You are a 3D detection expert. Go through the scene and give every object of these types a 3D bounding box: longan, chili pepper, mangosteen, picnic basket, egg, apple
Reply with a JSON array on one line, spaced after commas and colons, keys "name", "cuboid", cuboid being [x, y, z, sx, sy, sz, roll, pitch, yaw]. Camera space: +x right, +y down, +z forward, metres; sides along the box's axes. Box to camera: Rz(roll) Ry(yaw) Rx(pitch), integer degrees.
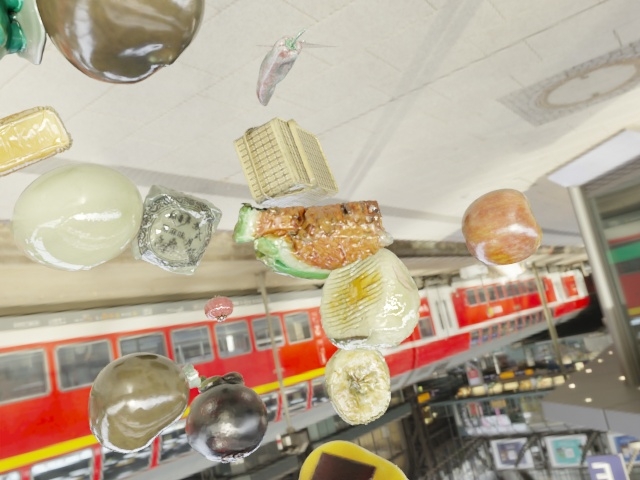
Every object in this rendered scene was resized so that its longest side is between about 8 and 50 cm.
[{"name": "longan", "cuboid": [-0.382, -0.457, 1.070, 0.349, 0.289, 0.288, -10, 172, 30]}, {"name": "chili pepper", "cuboid": [-0.066, -0.259, 0.837, 0.050, 0.041, 0.153, -10, 161, -34]}, {"name": "mangosteen", "cuboid": [-0.323, 0.623, 1.983, 0.296, 0.314, 0.297, 7, 133, 8]}, {"name": "picnic basket", "cuboid": [-0.092, -0.223, 1.696, 0.175, 0.228, 0.312, -25, 168, 21]}, {"name": "longan", "cuboid": [-0.445, 0.392, 1.381, 0.245, 0.246, 0.215, -10, -151, -14]}, {"name": "egg", "cuboid": [-0.500, -0.047, 1.157, 0.269, 0.219, 0.219, -28, 167, 8]}, {"name": "apple", "cuboid": [0.447, -0.032, 1.389, 0.173, 0.188, 0.188, -22, 167, 25]}]

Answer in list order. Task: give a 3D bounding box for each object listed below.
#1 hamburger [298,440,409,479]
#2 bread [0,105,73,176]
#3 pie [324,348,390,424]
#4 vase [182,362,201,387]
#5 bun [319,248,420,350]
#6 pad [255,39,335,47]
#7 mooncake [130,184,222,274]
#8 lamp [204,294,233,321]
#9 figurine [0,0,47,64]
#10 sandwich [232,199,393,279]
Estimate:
[{"name": "hamburger", "cuboid": [0.082, 0.598, 1.293, 0.295, 0.152, 0.227, 21, -136, 32]}, {"name": "bread", "cuboid": [-0.872, -0.280, 1.610, 0.288, 0.153, 0.119, -30, -152, -20]}, {"name": "pie", "cuboid": [0.129, 0.468, 1.845, 0.274, 0.274, 0.055, -5, 168, -35]}, {"name": "vase", "cuboid": [-0.433, 0.430, 1.638, 0.148, 0.081, 0.081, -27, 180, -37]}, {"name": "bun", "cuboid": [0.107, 0.136, 1.171, 0.153, 0.244, 0.243, 24, 150, -31]}, {"name": "pad", "cuboid": [-0.046, -0.410, 1.175, 0.113, 0.006, 0.187, 4, -163, 22]}, {"name": "mooncake", "cuboid": [-0.450, -0.026, 1.730, 0.254, 0.250, 0.136, 20, -171, -37]}, {"name": "lamp", "cuboid": [-0.369, 0.247, 2.032, 0.107, 0.093, 0.107, -15, 158, -6]}, {"name": "figurine", "cuboid": [-0.748, -0.432, 1.101, 0.340, 0.231, 0.324, -29, 143, -45]}, {"name": "sandwich", "cuboid": [0.000, 0.000, 1.145, 0.300, 0.162, 0.250, 0, -178, 24]}]
